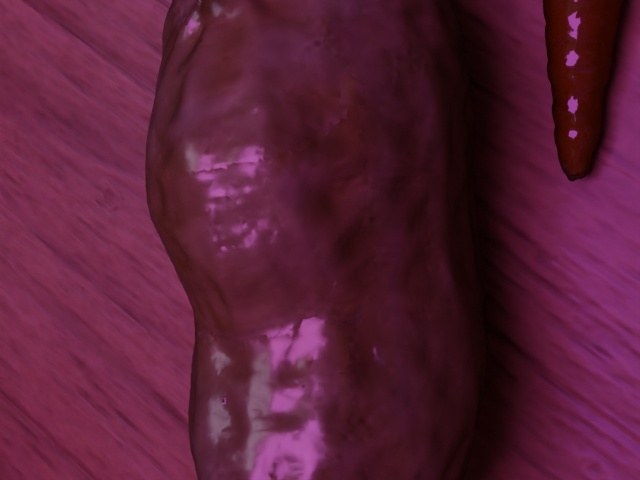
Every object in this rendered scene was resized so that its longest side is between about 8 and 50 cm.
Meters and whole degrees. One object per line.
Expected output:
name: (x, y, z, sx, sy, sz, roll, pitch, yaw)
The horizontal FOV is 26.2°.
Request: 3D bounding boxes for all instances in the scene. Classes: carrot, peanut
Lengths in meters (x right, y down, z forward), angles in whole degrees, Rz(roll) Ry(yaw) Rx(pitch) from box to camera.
carrot: (0.146, -0.198, 0.712, 0.069, 0.069, 0.336, 12, 104, 30)
peanut: (0.000, 0.000, 0.723, 0.169, 0.192, 0.387, -7, 87, 23)
